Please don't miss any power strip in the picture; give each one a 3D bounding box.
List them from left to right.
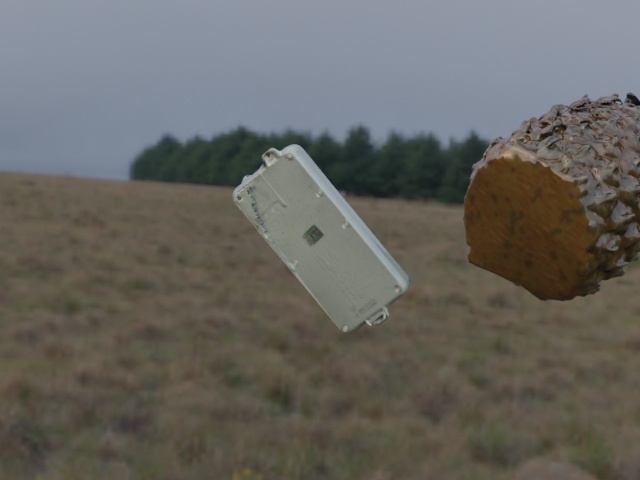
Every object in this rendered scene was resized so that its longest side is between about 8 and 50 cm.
[{"bbox_3d":[0.000,0.000,1.266,0.081,0.192,0.035,-39,3,17],"label":"power strip"}]

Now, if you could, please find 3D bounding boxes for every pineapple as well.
[{"bbox_3d":[0.333,-0.082,1.523,0.362,0.202,0.202,-31,23,-34],"label":"pineapple"}]
